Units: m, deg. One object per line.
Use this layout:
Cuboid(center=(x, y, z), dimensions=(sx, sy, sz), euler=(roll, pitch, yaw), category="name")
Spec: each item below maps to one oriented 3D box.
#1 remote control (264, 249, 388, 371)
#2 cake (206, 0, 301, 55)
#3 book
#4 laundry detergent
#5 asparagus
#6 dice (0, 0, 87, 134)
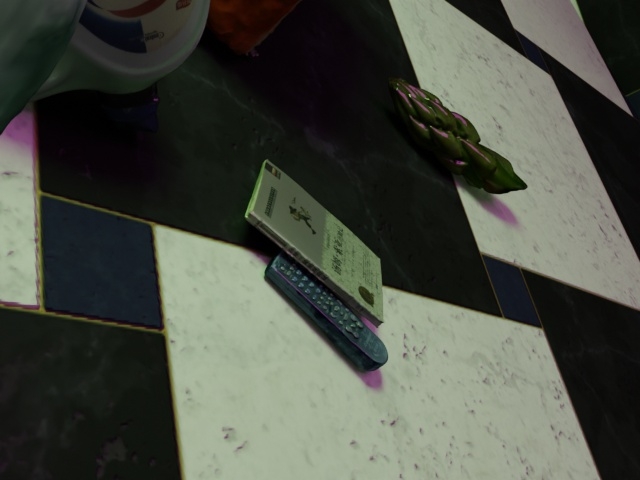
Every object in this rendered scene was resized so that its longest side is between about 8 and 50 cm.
Cuboid(center=(0.007, 0.071, 0.751), dimensions=(0.152, 0.027, 0.043), euler=(47, 38, -9), category="remote control")
Cuboid(center=(-0.065, -0.421, 0.874), dimensions=(0.270, 0.269, 0.320), euler=(41, 35, -20), category="cake")
Cuboid(center=(0.000, 0.000, 0.795), dimensions=(0.181, 0.014, 0.127), euler=(41, 25, -18), category="book")
Cuboid(center=(-0.188, -0.199, 0.592), dimensions=(0.214, 0.281, 0.105), euler=(-22, 45, -24), category="laundry detergent")
Cuboid(center=(0.196, -0.141, 1.125), dimensions=(0.287, 0.080, 0.080), euler=(40, 36, -26), category="asparagus")
Cuboid(center=(-0.319, -0.181, 0.307), dimensions=(0.330, 0.348, 0.328), euler=(-4, 64, -58), category="dice")
